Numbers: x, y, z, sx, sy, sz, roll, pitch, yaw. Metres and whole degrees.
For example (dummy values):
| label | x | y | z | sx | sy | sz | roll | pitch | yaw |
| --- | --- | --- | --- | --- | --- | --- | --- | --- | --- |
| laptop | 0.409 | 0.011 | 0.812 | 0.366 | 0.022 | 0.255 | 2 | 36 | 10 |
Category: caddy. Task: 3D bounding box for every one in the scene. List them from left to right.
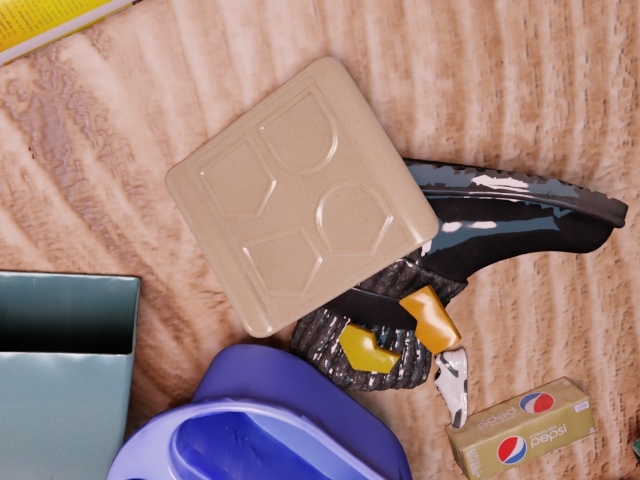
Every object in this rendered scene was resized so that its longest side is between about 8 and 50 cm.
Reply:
| label | x | y | z | sx | sy | sz | roll | pitch | yaw |
| --- | --- | --- | --- | --- | --- | --- | --- | --- | --- |
| caddy | -0.044 | 0.269 | 0.699 | 0.341 | 0.179 | 0.241 | 40 | 107 | -15 |

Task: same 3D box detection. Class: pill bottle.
| label | x | y | z | sx | sy | sz | roll | pitch | yaw |
| --- | --- | --- | --- | --- | --- | --- | --- | --- | --- |
| pill bottle | -0.271 | -0.234 | 0.636 | 0.215 | 0.117 | 0.117 | -27 | 109 | -4 |

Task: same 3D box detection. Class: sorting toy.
| label | x | y | z | sx | sy | sz | roll | pitch | yaw |
| --- | --- | --- | --- | --- | --- | --- | --- | --- | --- |
| sorting toy | 0.000 | 0.000 | 0.718 | 0.229 | 0.041 | 0.307 | -32 | 83 | 17 |

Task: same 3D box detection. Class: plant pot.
| label | x | y | z | sx | sy | sz | roll | pitch | yaw |
| --- | --- | --- | --- | --- | --- | --- | --- | --- | --- |
| plant pot | -0.280 | 0.173 | 0.733 | 0.166 | 0.165 | 0.234 | 3 | 113 | -13 |

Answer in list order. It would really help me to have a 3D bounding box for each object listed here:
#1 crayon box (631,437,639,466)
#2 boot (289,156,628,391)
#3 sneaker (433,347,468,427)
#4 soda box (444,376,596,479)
| label | x | y | z | sx | sy | sz | roll | pitch | yaw |
| --- | --- | --- | --- | --- | --- | --- | --- | --- | --- |
| crayon box | 0.587 | 0.245 | 0.946 | 0.323 | 0.083 | 0.203 | -37 | 131 | 0 |
| boot | 0.149 | 0.045 | 0.792 | 0.348 | 0.131 | 0.259 | 7 | 99 | 1 |
| sneaker | 0.166 | 0.189 | 0.899 | 0.044 | 0.040 | 0.109 | -4 | 103 | 6 |
| soda box | 0.260 | 0.246 | 0.918 | 0.182 | 0.061 | 0.058 | -20 | 109 | -7 |
